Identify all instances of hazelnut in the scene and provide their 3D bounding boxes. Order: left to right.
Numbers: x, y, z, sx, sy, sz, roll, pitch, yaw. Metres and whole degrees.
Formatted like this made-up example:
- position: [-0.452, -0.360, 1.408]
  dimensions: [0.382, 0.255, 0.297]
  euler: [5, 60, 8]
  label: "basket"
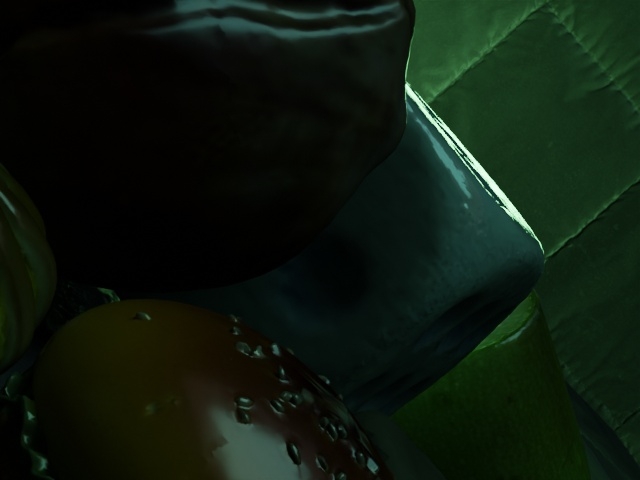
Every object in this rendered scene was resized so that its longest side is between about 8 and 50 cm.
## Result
- position: [-0.116, -0.144, 1.067]
  dimensions: [0.372, 0.372, 0.315]
  euler: [48, -4, -3]
  label: "hazelnut"

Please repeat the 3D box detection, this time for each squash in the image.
- position: [0.162, 0.210, 1.672]
  dimensions: [0.234, 0.210, 0.309]
  euler: [-59, 139, -61]
  label: "squash"

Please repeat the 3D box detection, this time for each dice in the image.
- position: [0.000, 0.000, 1.306]
  dimensions: [0.262, 0.264, 0.268]
  euler: [51, 7, 16]
  label: "dice"

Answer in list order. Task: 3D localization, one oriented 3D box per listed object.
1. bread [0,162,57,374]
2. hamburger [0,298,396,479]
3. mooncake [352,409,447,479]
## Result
- position: [-0.203, -0.014, 0.711]
  dimensions: [0.213, 0.105, 0.213]
  euler: [32, 10, -7]
  label: "bread"
- position: [-0.050, 0.130, 0.744]
  dimensions: [0.246, 0.170, 0.246]
  euler: [46, 10, -11]
  label: "hamburger"
- position: [0.059, 0.237, 0.977]
  dimensions: [0.275, 0.135, 0.275]
  euler: [51, 6, -8]
  label: "mooncake"
